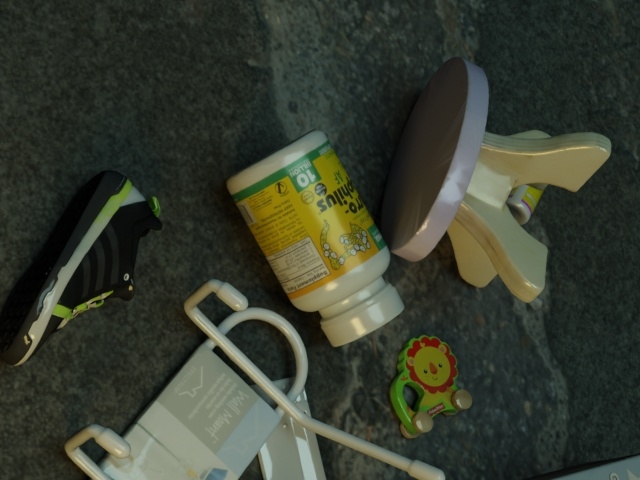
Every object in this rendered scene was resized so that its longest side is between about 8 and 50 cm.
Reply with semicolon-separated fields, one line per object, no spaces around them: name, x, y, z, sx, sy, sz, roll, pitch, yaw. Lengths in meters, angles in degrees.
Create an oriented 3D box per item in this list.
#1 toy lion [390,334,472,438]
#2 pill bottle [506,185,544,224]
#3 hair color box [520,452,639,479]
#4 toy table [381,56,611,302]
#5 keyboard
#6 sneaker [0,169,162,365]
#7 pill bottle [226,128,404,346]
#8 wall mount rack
toy lion;0.114;0.154;1.879;0.100;0.034;0.096;-25;85;-37
pill bottle;0.239;-0.061;2.020;0.043;0.043;0.083;43;57;-18
hair color box;0.228;0.308;1.813;0.374;0.185;0.114;-9;81;-36
toy table;0.179;-0.063;1.868;0.160;0.252;0.274;27;54;-14
keyboard;-0.021;0.269;1.761;0.072;0.014;0.256;-9;81;-31
sneaker;-0.218;0.035;1.644;0.097;0.084;0.235;41;57;-20
pill bottle;0.000;0.000;1.787;0.117;0.117;0.208;-32;95;-37
wall mount rack;-0.066;0.217;1.655;0.304;0.130;0.350;44;57;-8
